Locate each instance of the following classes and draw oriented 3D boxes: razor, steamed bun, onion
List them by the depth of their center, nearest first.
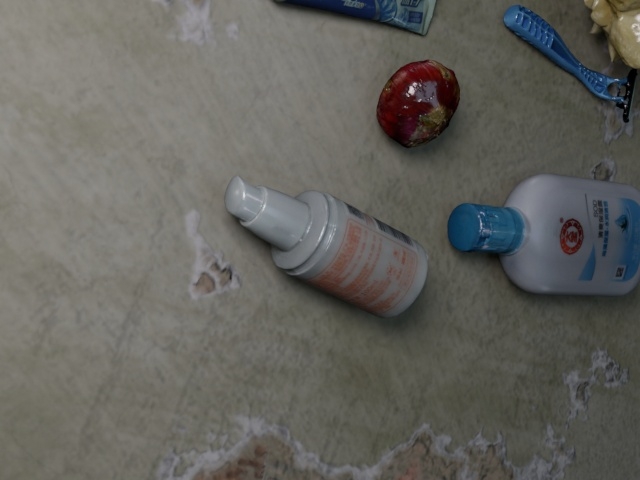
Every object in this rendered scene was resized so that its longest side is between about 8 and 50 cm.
[{"bbox_3d":[0.112,-0.162,1.153,0.107,0.097,0.107,-33,150,-22],"label":"onion"},{"bbox_3d":[0.426,-0.350,1.327,0.295,0.137,0.292,29,64,-52],"label":"steamed bun"},{"bbox_3d":[0.339,-0.245,1.336,0.253,0.042,0.082,25,71,-33],"label":"razor"}]

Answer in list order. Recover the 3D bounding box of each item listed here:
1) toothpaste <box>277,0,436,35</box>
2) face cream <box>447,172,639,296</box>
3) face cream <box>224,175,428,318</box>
[{"bbox_3d":[0.034,-0.281,1.112,0.268,0.047,0.069,-3,84,-39],"label":"toothpaste"},{"bbox_3d":[0.310,-0.008,1.315,0.337,0.080,0.163,5,91,-37],"label":"face cream"},{"bbox_3d":[0.000,0.000,1.079,0.252,0.101,0.101,26,79,-34],"label":"face cream"}]
